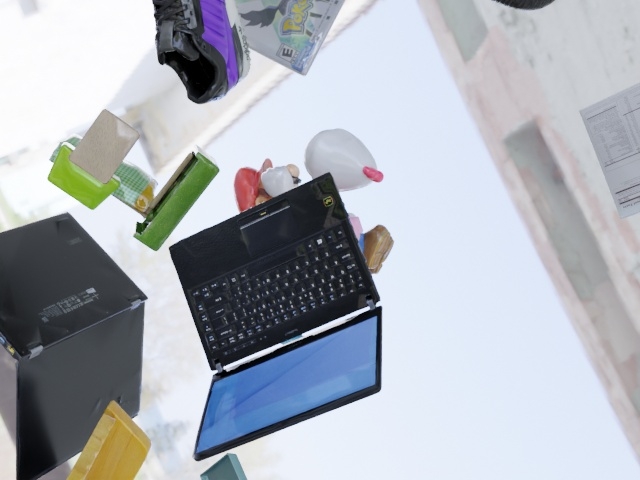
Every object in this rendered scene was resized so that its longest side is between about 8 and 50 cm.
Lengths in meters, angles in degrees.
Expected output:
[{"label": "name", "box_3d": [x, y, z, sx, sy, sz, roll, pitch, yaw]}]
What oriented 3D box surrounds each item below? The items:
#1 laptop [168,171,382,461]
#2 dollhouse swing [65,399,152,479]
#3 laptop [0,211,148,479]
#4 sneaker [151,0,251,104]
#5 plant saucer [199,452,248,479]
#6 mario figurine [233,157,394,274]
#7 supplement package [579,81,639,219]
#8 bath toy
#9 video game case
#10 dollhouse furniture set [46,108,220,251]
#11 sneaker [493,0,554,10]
[{"label": "laptop", "box_3d": [-0.063, 0.080, 1.118, 0.264, 0.234, 0.136, 69, 17, 10]}, {"label": "dollhouse swing", "box_3d": [-0.347, 0.545, 1.750, 0.305, 0.315, 0.347, 30, 25, -5]}, {"label": "laptop", "box_3d": [-0.543, 0.197, 1.946, 0.408, 0.236, 0.382, 46, 28, 9]}, {"label": "sneaker", "box_3d": [-0.192, -0.326, 1.414, 0.102, 0.146, 0.293, -2, -54, 30]}, {"label": "plant saucer", "box_3d": [-0.156, 0.393, 1.612, 0.067, 0.018, 0.192, 64, -27, 13]}, {"label": "mario figurine", "box_3d": [-0.012, -0.069, 1.824, 0.321, 0.170, 0.198, 26, -41, 12]}, {"label": "supplement package", "box_3d": [0.745, -0.211, 2.191, 0.198, 0.199, 0.262, -25, -98, 43]}, {"label": "bath toy", "box_3d": [0.000, 0.000, 1.539, 0.129, 0.348, 0.151, 24, 5, 29]}, {"label": "video game case", "box_3d": [-0.088, -0.544, 1.999, 0.300, 0.329, 0.036, 27, 1, 0]}, {"label": "dollhouse furniture set", "box_3d": [-0.284, -0.127, 1.489, 0.198, 0.151, 0.301, 35, 5, -16]}, {"label": "sneaker", "box_3d": [0.223, -0.540, 1.628, 0.448, 0.257, 0.169, 27, -45, 11]}]
